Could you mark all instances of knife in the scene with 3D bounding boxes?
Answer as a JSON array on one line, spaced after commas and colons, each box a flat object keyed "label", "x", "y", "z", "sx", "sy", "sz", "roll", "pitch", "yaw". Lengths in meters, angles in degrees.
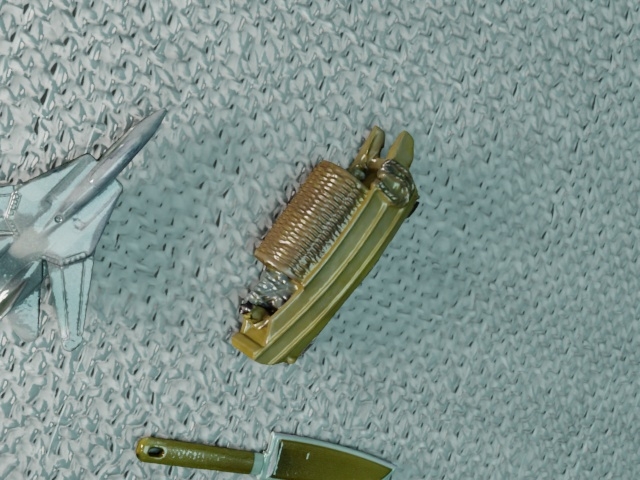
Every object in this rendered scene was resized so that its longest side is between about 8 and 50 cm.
[{"label": "knife", "x": -0.053, "y": 0.266, "z": 0.981, "sx": 0.343, "sy": 0.027, "sz": 0.061, "roll": 16, "pitch": 89, "yaw": -24}]

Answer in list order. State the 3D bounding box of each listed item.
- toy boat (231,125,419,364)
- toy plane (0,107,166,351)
[{"label": "toy boat", "x": 0.000, "y": 0.000, "z": 0.916, "sx": 0.310, "sy": 0.089, "sz": 0.115, "roll": -51, "pitch": 123, "yaw": -7}, {"label": "toy plane", "x": -0.255, "y": -0.039, "z": 0.814, "sx": 0.212, "sy": 0.088, "sz": 0.267, "roll": 46, "pitch": 73, "yaw": -24}]
